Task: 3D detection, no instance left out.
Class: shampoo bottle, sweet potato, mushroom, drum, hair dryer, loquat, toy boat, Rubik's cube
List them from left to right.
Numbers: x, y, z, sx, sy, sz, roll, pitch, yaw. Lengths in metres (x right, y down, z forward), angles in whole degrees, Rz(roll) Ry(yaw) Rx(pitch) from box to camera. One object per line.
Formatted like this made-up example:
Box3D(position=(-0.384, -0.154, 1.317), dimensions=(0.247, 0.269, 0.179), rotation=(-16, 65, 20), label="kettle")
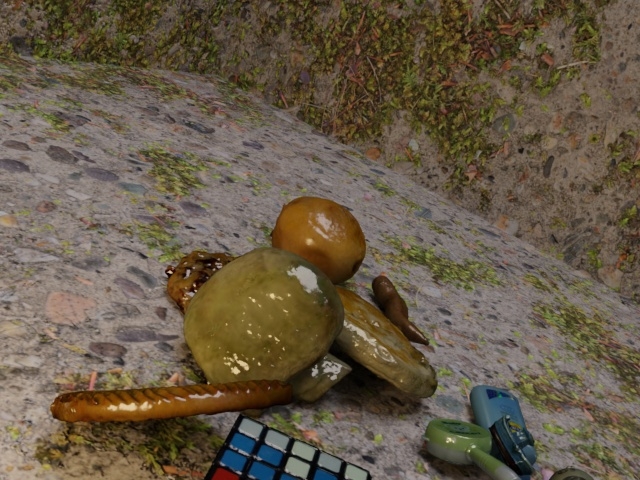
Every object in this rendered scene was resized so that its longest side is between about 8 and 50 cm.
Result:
Box3D(position=(-0.063, 0.347, 0.887), dimensions=(0.182, 0.187, 0.184), rotation=(24, 22, 2), label="Rubik's cube")
Box3D(position=(-0.091, 0.151, 1.308), dimensions=(0.217, 0.212, 0.292), rotation=(-25, 76, -49), label="mushroom")
Box3D(position=(0.000, 0.000, 1.830), dimensions=(0.238, 0.193, 0.238), rotation=(14, 26, -7), label="loquat")
Box3D(position=(0.174, 0.169, 1.774), dimensions=(0.067, 0.059, 0.281), rotation=(28, 17, -20), label="sweet potato")
Box3D(position=(0.275, 0.358, 1.290), dimensions=(0.130, 0.049, 0.253), rotation=(7, 3, -31), label="drum")
Box3D(position=(0.344, 0.365, 1.448), dimensions=(0.103, 0.061, 0.258), rotation=(19, 20, -4), label="shampoo bottle")
Box3D(position=(0.334, 0.346, 1.328), dimensions=(0.060, 0.060, 0.137), rotation=(-23, 22, 1), label="toy boat")
Box3D(position=(0.362, 0.422, 1.281), dimensions=(0.224, 0.088, 0.219), rotation=(-12, -23, 32), label="hair dryer")

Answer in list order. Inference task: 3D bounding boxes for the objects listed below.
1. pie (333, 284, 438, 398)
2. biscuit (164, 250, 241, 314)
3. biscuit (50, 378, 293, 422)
Box3D(position=(0.093, 0.190, 1.507), dimensions=(0.339, 0.077, 0.339), rotation=(37, 9, -7), label="pie")
Box3D(position=(-0.158, 0.107, 1.558), dimensions=(0.289, 0.081, 0.334), rotation=(7, 24, -39), label="biscuit")
Box3D(position=(-0.194, 0.213, 1.039), dimensions=(0.317, 0.040, 0.318), rotation=(-3, -9, 0), label="biscuit")
